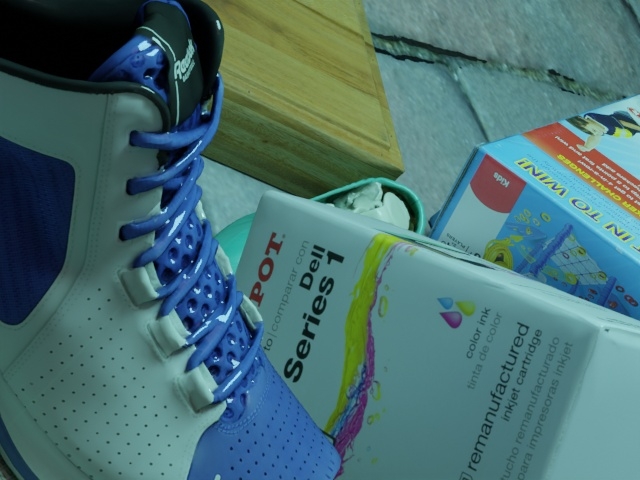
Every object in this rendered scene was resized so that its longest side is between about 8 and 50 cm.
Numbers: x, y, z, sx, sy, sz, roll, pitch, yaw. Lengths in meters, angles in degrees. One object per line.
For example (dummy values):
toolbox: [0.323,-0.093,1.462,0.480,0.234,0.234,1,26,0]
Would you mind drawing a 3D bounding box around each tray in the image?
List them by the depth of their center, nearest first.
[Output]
tray: [-0.121,-0.177,1.356,0.411,0.076,0.202,22,42,-38]

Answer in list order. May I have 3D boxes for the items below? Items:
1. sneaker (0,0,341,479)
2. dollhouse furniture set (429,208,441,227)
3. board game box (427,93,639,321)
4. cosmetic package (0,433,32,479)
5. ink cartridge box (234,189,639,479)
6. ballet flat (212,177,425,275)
sneaker: [-0.091,-0.003,0.830,0.315,0.182,0.127,46,32,-9]
dollhouse furniture set: [0.278,0.067,1.499,0.303,0.198,0.286,13,48,-45]
board game box: [0.267,0.034,1.218,0.308,0.086,0.302,38,28,20]
cosmetic package: [-0.251,0.058,0.878,0.296,0.153,0.129,55,30,2]
ink cartridge box: [0.057,0.107,1.053,0.117,0.201,0.278,16,5,-43]
ballet flat: [0.000,0.000,1.316,0.083,0.087,0.247,57,32,6]
